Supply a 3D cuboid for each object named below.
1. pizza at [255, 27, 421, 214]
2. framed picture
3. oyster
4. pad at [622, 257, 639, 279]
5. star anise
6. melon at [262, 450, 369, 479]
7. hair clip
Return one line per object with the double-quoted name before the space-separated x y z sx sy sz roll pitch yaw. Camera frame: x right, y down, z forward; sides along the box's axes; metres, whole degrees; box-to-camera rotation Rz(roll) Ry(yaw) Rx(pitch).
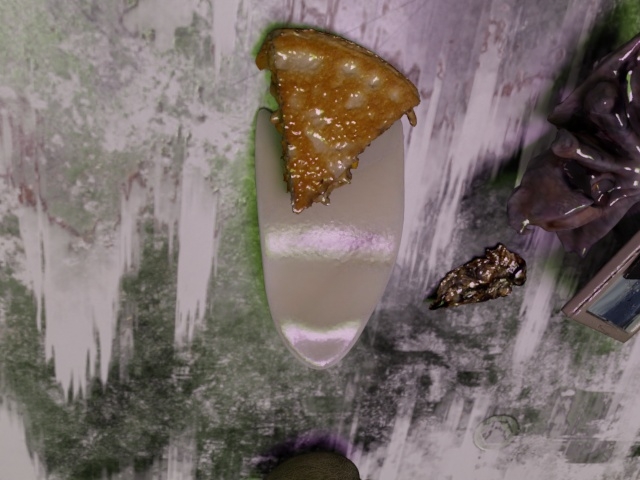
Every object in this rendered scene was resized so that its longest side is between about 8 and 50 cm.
"pizza" 0.002 -0.117 0.732 0.188 0.062 0.199 23 79 -12
"framed picture" 0.458 -0.009 0.844 0.335 0.022 0.247 -50 142 15
"oyster" 0.211 0.062 0.905 0.086 0.029 0.132 39 104 -25
"pad" 0.480 -0.070 0.776 0.202 0.005 0.300 2 127 -42
"star anise" 0.362 -0.119 0.785 0.359 0.139 0.316 -27 138 0
"melon" -0.010 0.363 0.980 0.167 0.114 0.114 -12 119 0
"hair clip" 0.003 0.002 0.793 0.172 0.113 0.282 2 116 -11
